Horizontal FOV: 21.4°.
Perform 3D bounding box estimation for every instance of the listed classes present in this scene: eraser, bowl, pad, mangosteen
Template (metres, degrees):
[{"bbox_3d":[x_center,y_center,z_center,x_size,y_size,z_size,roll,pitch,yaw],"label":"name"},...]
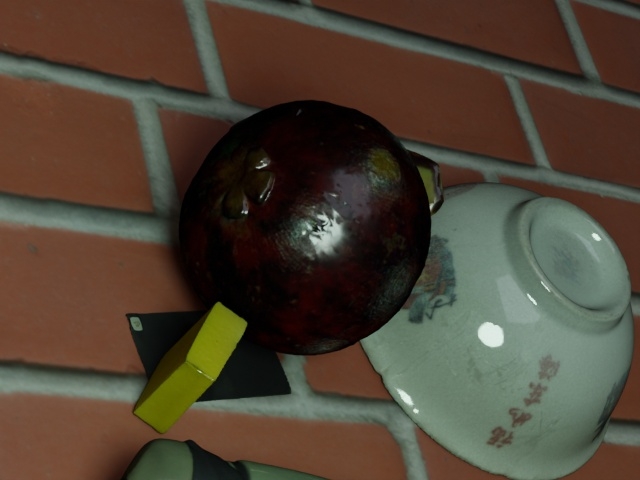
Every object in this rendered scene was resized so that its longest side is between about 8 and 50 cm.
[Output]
[{"bbox_3d":[-0.138,0.134,1.793,0.045,0.122,0.097,37,42,-9],"label":"eraser"},{"bbox_3d":[0.260,0.070,2.137,0.435,0.196,0.434,22,47,-25],"label":"bowl"},{"bbox_3d":[-0.124,0.128,1.907,0.193,0.004,0.116,0,59,-41],"label":"pad"},{"bbox_3d":[-0.011,-0.012,1.908,0.311,0.311,0.311,23,46,-26],"label":"mangosteen"}]

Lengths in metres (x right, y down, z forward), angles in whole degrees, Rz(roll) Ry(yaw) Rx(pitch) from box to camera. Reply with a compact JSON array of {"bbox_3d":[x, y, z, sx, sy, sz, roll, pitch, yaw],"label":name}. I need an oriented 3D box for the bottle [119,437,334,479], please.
[{"bbox_3d":[-0.054,0.305,1.704,0.347,0.168,0.168,21,46,-20],"label":"bottle"}]
